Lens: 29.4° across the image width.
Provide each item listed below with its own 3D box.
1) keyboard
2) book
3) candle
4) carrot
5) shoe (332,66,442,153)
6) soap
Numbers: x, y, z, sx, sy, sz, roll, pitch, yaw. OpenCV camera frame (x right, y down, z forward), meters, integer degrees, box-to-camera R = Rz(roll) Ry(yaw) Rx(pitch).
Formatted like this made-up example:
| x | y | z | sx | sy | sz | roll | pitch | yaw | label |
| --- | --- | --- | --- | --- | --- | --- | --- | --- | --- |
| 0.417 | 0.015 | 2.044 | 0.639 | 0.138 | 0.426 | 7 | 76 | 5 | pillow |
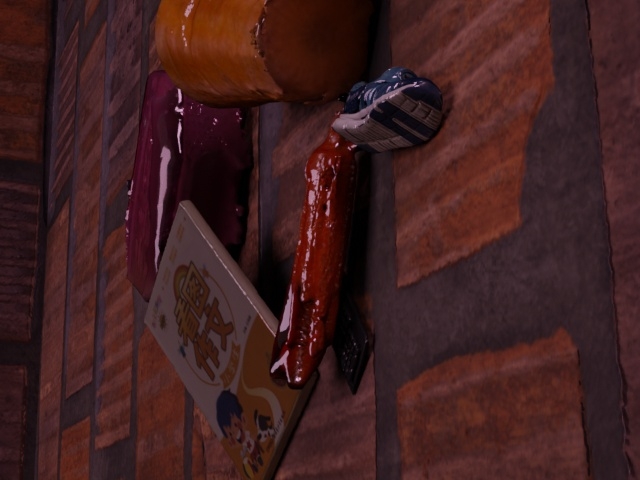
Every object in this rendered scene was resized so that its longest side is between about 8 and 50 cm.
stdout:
| x | y | z | sx | sy | sz | roll | pitch | yaw | label |
| --- | --- | --- | --- | --- | --- | --- | --- | --- | --- |
| 0.011 | 0.071 | 1.262 | 0.196 | 0.015 | 0.074 | -115 | 36 | -53 | keyboard |
| -0.115 | 0.123 | 1.431 | 0.295 | 0.020 | 0.208 | 51 | 136 | 33 | book |
| 0.000 | 0.000 | 1.222 | 0.084 | 0.059 | 0.302 | 2 | 81 | 56 | candle |
| -0.046 | -0.226 | 1.319 | 0.254 | 0.196 | 0.196 | 22 | 105 | 56 | carrot |
| 0.067 | -0.126 | 1.119 | 0.143 | 0.064 | 0.071 | -12 | 55 | 62 | shoe |
| -0.183 | -0.065 | 1.645 | 0.220 | 0.127 | 0.325 | -158 | 74 | -70 | soap |
